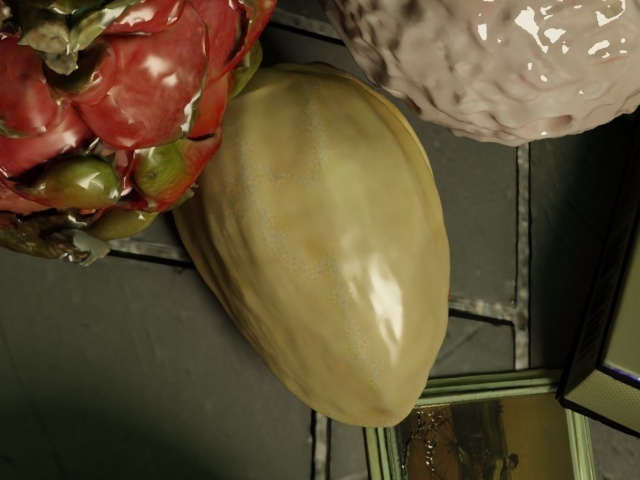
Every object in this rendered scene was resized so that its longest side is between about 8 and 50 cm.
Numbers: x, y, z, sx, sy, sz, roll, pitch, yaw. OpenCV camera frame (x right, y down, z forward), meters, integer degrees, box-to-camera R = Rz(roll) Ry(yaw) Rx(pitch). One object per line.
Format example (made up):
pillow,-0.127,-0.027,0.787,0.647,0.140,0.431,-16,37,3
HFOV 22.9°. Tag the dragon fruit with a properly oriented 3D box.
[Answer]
dragon fruit,-0.142,-0.130,0.758,0.250,0.291,0.269,26,65,-23

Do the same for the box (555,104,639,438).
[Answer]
box,0.305,0.008,1.117,0.198,0.084,0.310,23,62,-2

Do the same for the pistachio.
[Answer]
pistachio,0.000,0.000,0.924,0.157,0.157,0.229,-33,105,-35

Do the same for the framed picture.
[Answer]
framed picture,0.120,0.212,1.040,0.197,0.014,0.252,-2,81,-36

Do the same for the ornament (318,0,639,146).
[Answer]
ornament,0.108,-0.179,0.928,0.225,0.259,0.259,-31,102,7
